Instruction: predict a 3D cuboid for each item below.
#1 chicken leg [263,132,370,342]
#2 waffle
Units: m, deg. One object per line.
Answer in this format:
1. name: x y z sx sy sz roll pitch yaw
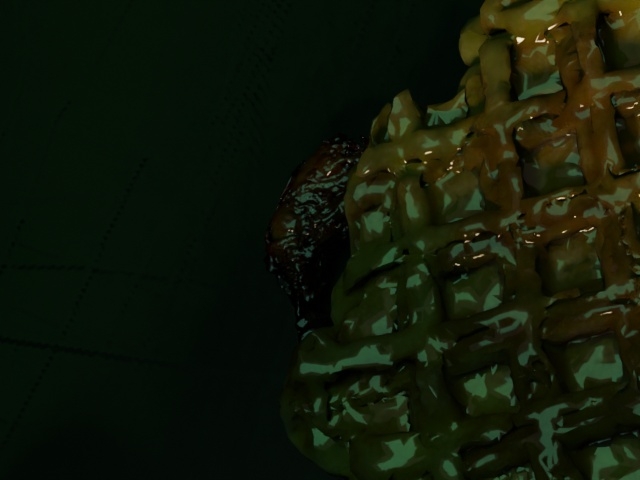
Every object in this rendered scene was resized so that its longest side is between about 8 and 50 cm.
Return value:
1. chicken leg: -0.001 -0.002 0.676 0.036 0.021 0.083 17 76 20
2. waffle: 0.112 0.017 0.600 0.245 0.052 0.254 26 82 30
